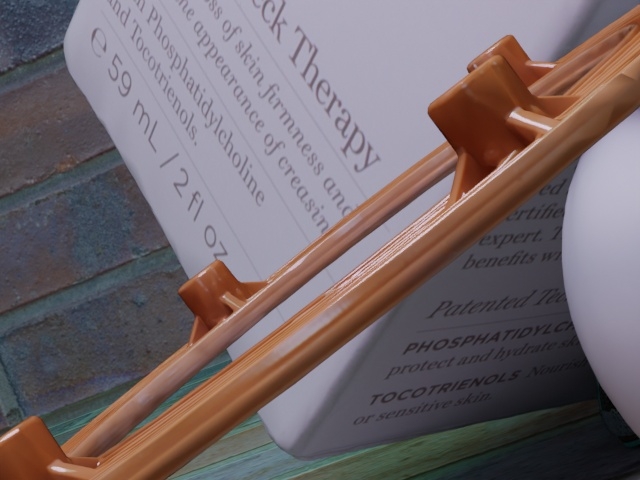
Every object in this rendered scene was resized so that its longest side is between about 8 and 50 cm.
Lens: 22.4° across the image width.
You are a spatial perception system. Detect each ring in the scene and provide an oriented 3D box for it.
[{"bbox_3d":[0.000,0.000,0.486,0.336,0.032,0.336,-37,1,1],"label":"ring"}]

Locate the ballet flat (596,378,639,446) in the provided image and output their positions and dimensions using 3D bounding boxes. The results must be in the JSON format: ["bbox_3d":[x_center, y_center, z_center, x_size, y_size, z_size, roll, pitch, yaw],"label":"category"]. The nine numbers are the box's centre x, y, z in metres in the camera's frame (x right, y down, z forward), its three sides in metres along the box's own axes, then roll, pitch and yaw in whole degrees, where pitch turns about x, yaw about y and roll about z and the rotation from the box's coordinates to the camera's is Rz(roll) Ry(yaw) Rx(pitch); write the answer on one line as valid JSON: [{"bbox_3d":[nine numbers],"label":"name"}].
[{"bbox_3d":[0.239,0.053,0.892,0.188,0.070,0.070,-22,1,-4],"label":"ballet flat"}]

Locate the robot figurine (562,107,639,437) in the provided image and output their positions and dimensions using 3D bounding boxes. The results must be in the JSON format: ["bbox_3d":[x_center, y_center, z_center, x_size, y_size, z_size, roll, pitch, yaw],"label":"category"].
[{"bbox_3d":[0.220,-0.036,0.565,0.353,0.199,0.300,-50,-34,-18],"label":"robot figurine"}]

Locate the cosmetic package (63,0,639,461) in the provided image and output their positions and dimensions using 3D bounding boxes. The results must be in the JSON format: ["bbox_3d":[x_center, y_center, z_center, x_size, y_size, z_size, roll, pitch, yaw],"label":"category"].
[{"bbox_3d":[0.112,-0.144,0.885,0.327,0.329,0.394,-5,-40,-37],"label":"cosmetic package"}]
